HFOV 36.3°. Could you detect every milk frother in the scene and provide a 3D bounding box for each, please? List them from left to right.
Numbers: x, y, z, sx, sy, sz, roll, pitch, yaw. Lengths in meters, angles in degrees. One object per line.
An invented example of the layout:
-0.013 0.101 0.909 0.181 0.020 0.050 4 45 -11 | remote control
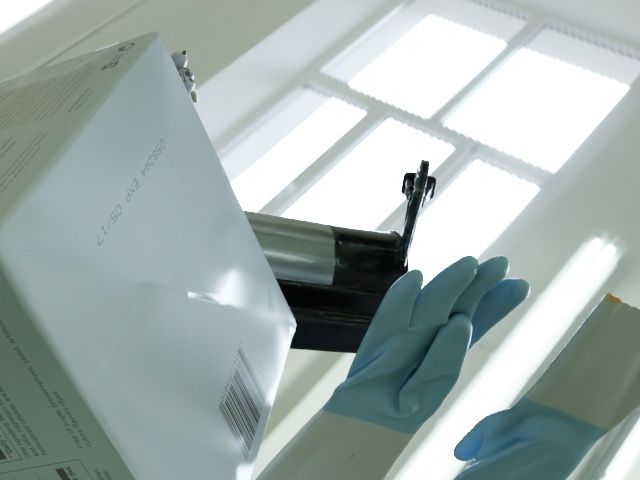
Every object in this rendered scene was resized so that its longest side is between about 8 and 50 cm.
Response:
0.000 0.000 0.688 0.129 0.134 0.143 -139 -120 -70 | milk frother

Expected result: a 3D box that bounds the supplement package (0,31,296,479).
-0.182 0.052 0.498 0.262 0.199 0.198 -13 -61 19 | supplement package

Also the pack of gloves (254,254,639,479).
0.088 0.096 0.607 0.195 0.046 0.232 20 -57 -22 | pack of gloves

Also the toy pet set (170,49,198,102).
-0.160 -0.121 0.790 0.114 0.122 0.065 -122 -166 -53 | toy pet set
